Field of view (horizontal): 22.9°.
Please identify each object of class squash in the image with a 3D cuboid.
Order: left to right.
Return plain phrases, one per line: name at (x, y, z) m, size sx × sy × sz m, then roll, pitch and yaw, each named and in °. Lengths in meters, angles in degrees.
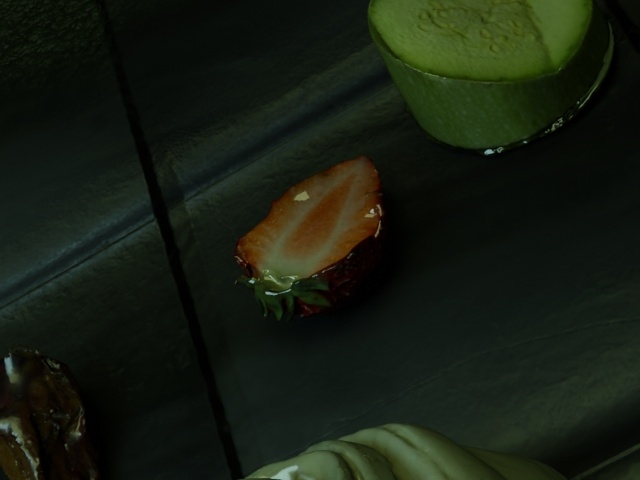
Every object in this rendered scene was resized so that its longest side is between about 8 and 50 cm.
squash at (0.163, -0.199, 1.498) m, size 0.220 × 0.133 × 0.220 m, roll -13°, pitch 47°, yaw 15°

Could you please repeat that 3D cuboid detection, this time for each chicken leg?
chicken leg at (-0.241, 0.227, 1.414) m, size 0.093 × 0.113 × 0.304 m, roll -44°, pitch 44°, yaw 24°

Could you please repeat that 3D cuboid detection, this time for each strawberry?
strawberry at (0.000, 0.000, 1.467) m, size 0.146 × 0.082 × 0.187 m, roll 15°, pitch 58°, yaw 32°

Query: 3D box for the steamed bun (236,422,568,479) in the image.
steamed bun at (0.031, 0.269, 1.139) m, size 0.324 × 0.219 × 0.309 m, roll -6°, pitch 54°, yaw 26°
